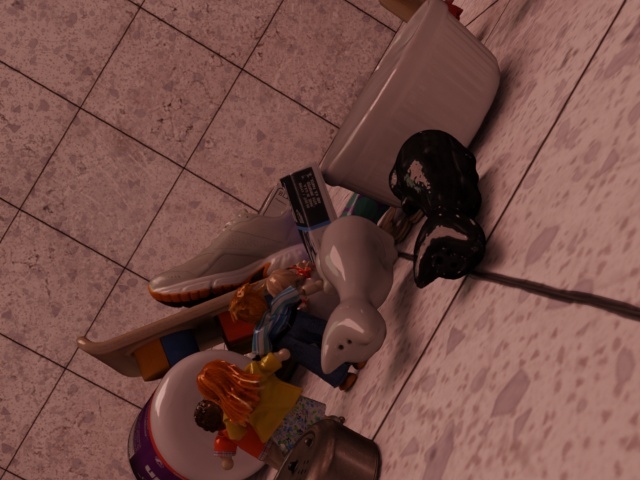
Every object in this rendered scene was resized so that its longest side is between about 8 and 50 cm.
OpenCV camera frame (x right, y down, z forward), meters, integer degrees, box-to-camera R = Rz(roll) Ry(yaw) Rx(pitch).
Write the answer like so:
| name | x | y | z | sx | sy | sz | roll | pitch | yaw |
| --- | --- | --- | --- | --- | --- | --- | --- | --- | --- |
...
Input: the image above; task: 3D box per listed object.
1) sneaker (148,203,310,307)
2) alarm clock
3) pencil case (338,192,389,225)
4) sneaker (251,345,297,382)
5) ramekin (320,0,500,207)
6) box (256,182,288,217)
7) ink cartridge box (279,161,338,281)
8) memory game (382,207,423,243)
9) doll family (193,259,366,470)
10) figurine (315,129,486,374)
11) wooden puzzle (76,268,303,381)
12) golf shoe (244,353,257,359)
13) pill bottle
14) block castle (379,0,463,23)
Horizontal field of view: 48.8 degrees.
| name | x | y | z | sx | sy | sz | roll | pitch | yaw |
| --- | --- | --- | --- | --- | --- | --- | --- | --- | --- |
| sneaker | -0.135 | 0.019 | 1.064 | 0.263 | 0.121 | 0.099 | -15 | -16 | -16 |
| alarm clock | -0.004 | 0.220 | 0.584 | 0.129 | 0.064 | 0.192 | -59 | 10 | 2 |
| pencil case | 0.063 | -0.030 | 1.111 | 0.070 | 0.064 | 0.151 | 8 | -62 | -56 |
| sneaker | -0.091 | 0.215 | 1.158 | 0.188 | 0.071 | 0.066 | -59 | 7 | 7 |
| ramekin | 0.120 | -0.166 | 0.920 | 0.272 | 0.127 | 0.273 | -58 | 7 | 12 |
| box | -0.063 | -0.039 | 1.621 | 0.087 | 0.169 | 0.290 | -61 | 8 | -7 |
| ink cartridge box | 0.000 | 0.000 | 0.969 | 0.045 | 0.206 | 0.208 | -21 | 5 | -5 |
| memory game | 0.134 | -0.067 | 0.980 | 0.186 | 0.012 | 0.186 | -58 | 8 | 12 |
| doll family | -0.041 | 0.129 | 0.775 | 0.263 | 0.163 | 0.118 | -62 | 7 | -19 |
| figurine | 0.074 | 0.016 | 0.698 | 0.215 | 0.092 | 0.209 | -47 | 17 | 25 |
| wooden puzzle | -0.176 | 0.160 | 1.124 | 0.348 | 0.080 | 0.322 | -17 | -14 | -10 |
| golf shoe | -0.175 | 0.267 | 1.573 | 0.086 | 0.069 | 0.176 | -47 | 14 | 37 |
| pill bottle | -0.185 | 0.292 | 1.054 | 0.323 | 0.182 | 0.181 | -51 | 11 | 55 |
| block castle | 0.286 | -0.541 | 1.106 | 0.453 | 0.213 | 0.303 | -53 | -5 | -1 |
